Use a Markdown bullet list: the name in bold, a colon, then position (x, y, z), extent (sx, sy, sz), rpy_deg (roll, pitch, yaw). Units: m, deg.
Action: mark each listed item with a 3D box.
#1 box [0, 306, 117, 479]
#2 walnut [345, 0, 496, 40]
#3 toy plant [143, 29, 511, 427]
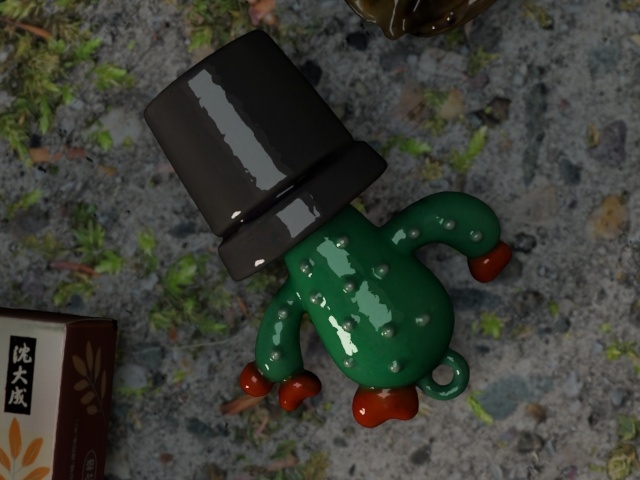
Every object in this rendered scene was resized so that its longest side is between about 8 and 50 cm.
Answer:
- **box**: position (-0.394, 0.253, 1.896), extent (0.345, 0.122, 0.385), rpy_deg (5, 90, 21)
- **walnut**: position (0.122, -0.302, 1.814), extent (0.238, 0.141, 0.204), rpy_deg (-28, 79, 44)
- **toy plant**: position (0.011, -0.008, 1.822), extent (0.279, 0.185, 0.400), rpy_deg (-35, 90, -20)
